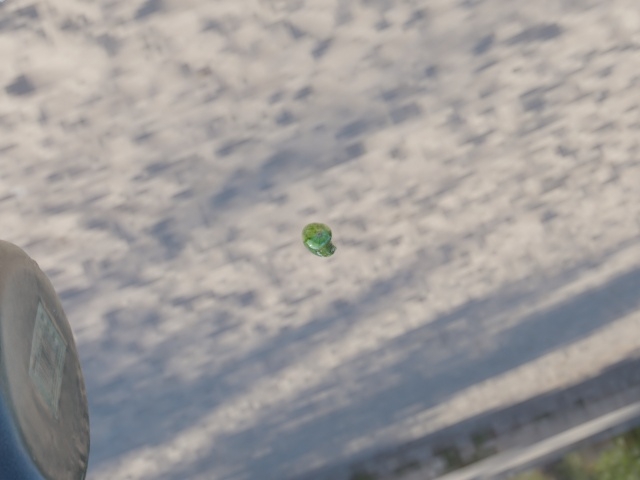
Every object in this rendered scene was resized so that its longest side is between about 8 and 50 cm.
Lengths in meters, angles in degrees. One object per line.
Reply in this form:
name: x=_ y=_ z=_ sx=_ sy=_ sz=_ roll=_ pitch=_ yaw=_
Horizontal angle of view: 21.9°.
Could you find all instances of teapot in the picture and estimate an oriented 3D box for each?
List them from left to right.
teapot: x=-0.348 y=0.096 z=1.273 sx=0.285 sy=0.305 sz=0.223 roll=-14 pitch=163 yaw=8

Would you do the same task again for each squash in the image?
squash: x=-0.001 y=0.000 z=1.398 sx=0.027 sy=0.027 sz=0.089 roll=-22 pitch=169 yaw=0
